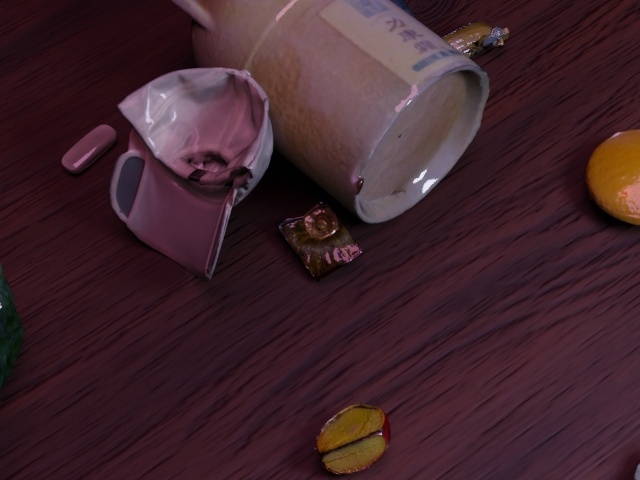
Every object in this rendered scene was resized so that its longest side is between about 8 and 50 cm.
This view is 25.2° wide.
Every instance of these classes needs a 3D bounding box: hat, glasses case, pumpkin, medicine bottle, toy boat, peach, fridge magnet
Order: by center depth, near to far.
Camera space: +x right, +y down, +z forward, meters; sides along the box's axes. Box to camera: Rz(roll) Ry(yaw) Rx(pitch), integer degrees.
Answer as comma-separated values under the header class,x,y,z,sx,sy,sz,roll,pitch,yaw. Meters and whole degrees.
class,x,y,z,sx,sy,sz,roll,pitch,yaw
peach,0.038,0.226,1.590,0.077,0.050,0.083,13,46,39
hat,-0.133,-0.075,1.705,0.219,0.226,0.164,31,51,31
pumpkin,0.000,0.002,1.751,0.073,0.035,0.101,-31,64,-3
fridge magnet,0.397,-0.075,1.757,0.143,0.063,0.143,-2,56,3
medicine bottle,-0.015,-0.229,1.777,0.236,0.235,0.406,-40,65,-20
glasses case,-0.299,-0.118,1.850,0.032,0.021,0.083,36,66,22
toy boat,0.182,-0.247,1.891,0.149,0.047,0.049,-28,74,-11

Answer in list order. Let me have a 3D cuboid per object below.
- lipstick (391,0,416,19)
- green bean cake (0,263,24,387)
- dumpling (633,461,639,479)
class,x,y,z,sx,sy,sz,roll,pitch,yaw
lipstick,0.107,-0.311,1.945,0.037,0.037,0.116,-24,63,-12
green bean cake,-0.457,0.127,1.533,0.169,0.308,0.300,15,61,11
dumpling,0.428,0.294,1.507,0.108,0.152,0.219,4,31,-45
